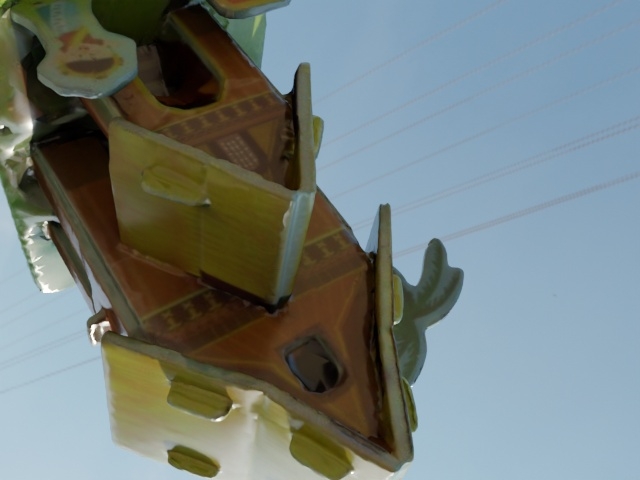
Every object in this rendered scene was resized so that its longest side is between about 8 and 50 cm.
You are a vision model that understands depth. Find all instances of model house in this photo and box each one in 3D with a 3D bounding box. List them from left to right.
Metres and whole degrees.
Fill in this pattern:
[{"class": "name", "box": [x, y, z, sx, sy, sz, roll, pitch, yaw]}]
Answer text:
[{"class": "model house", "box": [0.000, 0.000, 0.472, 0.324, 0.340, 0.300, 53, -29, 25]}]
